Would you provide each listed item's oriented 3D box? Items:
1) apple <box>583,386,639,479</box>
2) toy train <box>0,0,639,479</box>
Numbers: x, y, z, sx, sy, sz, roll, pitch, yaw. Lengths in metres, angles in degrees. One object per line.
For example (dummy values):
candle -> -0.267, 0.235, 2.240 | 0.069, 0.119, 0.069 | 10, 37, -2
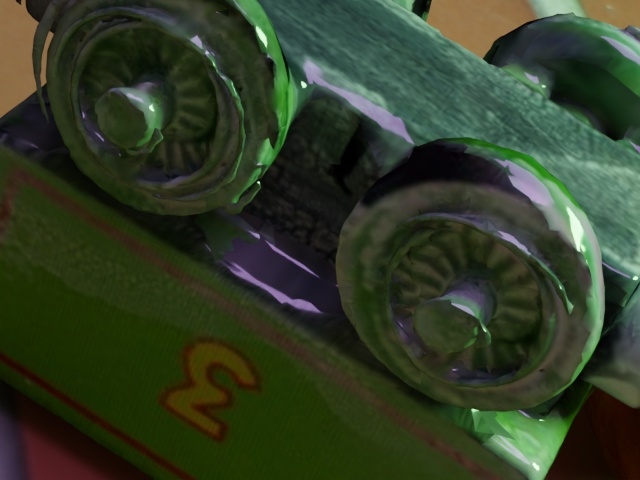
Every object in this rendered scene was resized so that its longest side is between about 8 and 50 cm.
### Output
apple -> 0.214, 0.052, 0.781 | 0.164, 0.209, 0.209 | 22, 38, -32
toy train -> 0.000, 0.000, 0.691 | 0.307, 0.249, 0.173 | 32, 39, 6
